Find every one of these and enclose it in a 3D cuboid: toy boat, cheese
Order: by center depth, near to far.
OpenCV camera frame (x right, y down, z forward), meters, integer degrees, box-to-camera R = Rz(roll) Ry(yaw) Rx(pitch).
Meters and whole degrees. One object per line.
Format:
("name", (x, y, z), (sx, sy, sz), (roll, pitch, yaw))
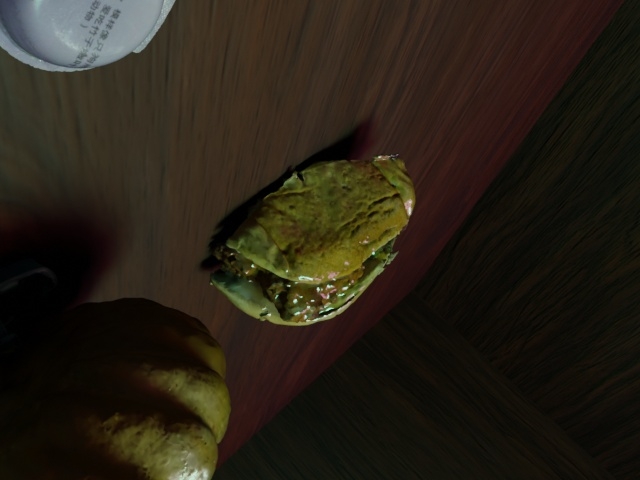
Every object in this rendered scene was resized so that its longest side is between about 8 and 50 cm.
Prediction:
("cheese", (-0.138, -0.136, 0.315), (0.105, 0.042, 0.191), (-51, 164, 14))
("toy boat", (-0.261, 0.067, 0.479), (0.137, 0.061, 0.060), (-38, 163, -28))

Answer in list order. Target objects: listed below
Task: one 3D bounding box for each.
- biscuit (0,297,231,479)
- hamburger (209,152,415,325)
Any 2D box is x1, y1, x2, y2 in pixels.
("biscuit", (-0.221, 0.151, 0.478), (0.326, 0.107, 0.325), (-22, -157, 10))
("hamburger", (0.000, 0.000, 0.842), (0.282, 0.245, 0.155), (7, 151, -14))
